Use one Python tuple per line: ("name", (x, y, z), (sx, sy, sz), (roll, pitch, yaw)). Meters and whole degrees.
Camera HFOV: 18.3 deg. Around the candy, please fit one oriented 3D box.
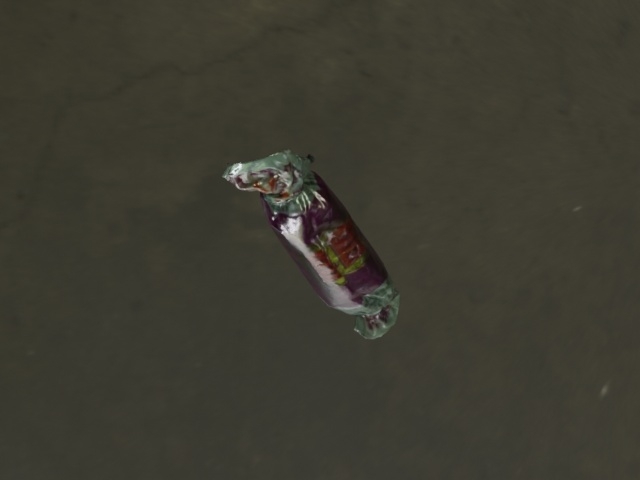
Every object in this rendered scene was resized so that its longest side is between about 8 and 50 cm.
("candy", (0.000, 0.000, 1.094), (0.045, 0.175, 0.043), (-36, 44, -1))
